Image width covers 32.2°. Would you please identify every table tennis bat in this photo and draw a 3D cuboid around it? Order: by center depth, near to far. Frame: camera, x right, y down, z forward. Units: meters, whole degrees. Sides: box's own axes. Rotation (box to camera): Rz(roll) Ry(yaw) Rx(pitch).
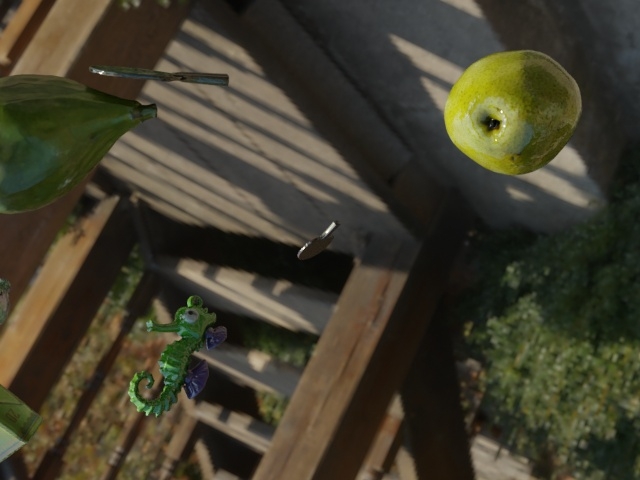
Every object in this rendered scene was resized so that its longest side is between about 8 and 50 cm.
[{"bbox_3d":[0.000,0.000,1.484,0.083,0.050,0.007,-48,64,39],"label":"table tennis bat"},{"bbox_3d":[-0.265,-0.274,1.839,0.235,0.022,0.131,0,-167,-25],"label":"table tennis bat"}]

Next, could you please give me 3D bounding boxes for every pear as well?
[{"bbox_3d":[0.278,-0.188,1.603,0.198,0.198,0.198,24,162,8],"label":"pear"}]

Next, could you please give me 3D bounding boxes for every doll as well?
[{"bbox_3d":[-0.207,0.164,1.586,0.115,0.190,0.050,27,155,-13],"label":"doll"}]

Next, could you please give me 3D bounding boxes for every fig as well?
[{"bbox_3d":[-0.436,-0.151,1.811,0.314,0.233,0.233,6,166,-13],"label":"fig"}]

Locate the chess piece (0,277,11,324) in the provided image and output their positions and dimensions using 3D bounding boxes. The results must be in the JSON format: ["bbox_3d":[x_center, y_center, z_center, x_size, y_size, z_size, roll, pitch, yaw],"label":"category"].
[{"bbox_3d":[-0.539,0.145,1.656,0.139,0.271,0.139,9,128,12],"label":"chess piece"}]

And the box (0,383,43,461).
[{"bbox_3d":[-0.461,0.135,1.202,0.311,0.043,0.173,42,138,-12],"label":"box"}]
